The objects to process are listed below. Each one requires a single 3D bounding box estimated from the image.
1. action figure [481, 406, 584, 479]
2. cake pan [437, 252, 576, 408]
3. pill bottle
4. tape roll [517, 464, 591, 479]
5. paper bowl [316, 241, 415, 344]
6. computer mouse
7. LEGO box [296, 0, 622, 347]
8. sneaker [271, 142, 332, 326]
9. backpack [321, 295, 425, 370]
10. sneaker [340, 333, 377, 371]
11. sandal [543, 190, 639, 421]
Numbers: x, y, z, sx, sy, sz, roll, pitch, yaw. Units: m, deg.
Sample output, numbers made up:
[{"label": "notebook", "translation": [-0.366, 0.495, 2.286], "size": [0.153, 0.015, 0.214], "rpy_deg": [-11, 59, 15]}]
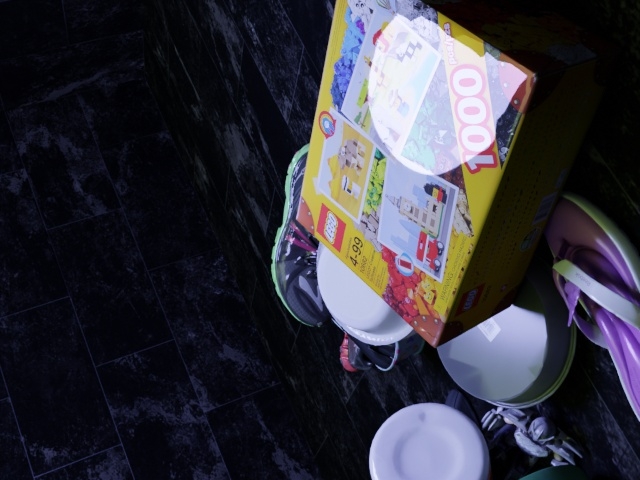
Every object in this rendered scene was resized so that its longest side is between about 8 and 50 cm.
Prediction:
[{"label": "action figure", "translation": [0.386, 0.390, 1.576], "size": [0.185, 0.099, 0.285], "rpy_deg": [45, 161, 17]}, {"label": "cake pan", "translation": [0.309, 0.152, 1.474], "size": [0.293, 0.054, 0.293], "rpy_deg": [1, 92, 50]}, {"label": "pill bottle", "translation": [0.239, 0.501, 1.686], "size": [0.224, 0.224, 0.392], "rpy_deg": [57, 174, 35]}, {"label": "tape roll", "translation": [0.356, 0.528, 1.461], "size": [0.077, 0.321, 0.321], "rpy_deg": [53, 153, 43]}, {"label": "paper bowl", "translation": [0.107, 0.070, 1.690], "size": [0.284, 0.148, 0.284], "rpy_deg": [11, 107, 40]}, {"label": "computer mouse", "translation": [0.341, 0.453, 1.833], "size": [0.261, 0.060, 0.184], "rpy_deg": [69, 162, 7]}, {"label": "LEGO box", "translation": [0.177, -0.148, 1.303], "size": [0.372, 0.193, 0.500], "rpy_deg": [43, 139, 32]}, {"label": "sneaker", "translation": [0.000, 0.000, 2.087], "size": [0.202, 0.185, 0.482], "rpy_deg": [27, 120, 53]}, {"label": "backpack", "translation": [0.141, 0.158, 1.909], "size": [0.253, 0.191, 0.225], "rpy_deg": [53, 151, 35]}, {"label": "sneaker", "translation": [0.113, 0.218, 2.197], "size": [0.135, 0.098, 0.275], "rpy_deg": [6, 104, 51]}, {"label": "sandal", "translation": [0.420, 0.108, 1.231], "size": [0.416, 0.102, 0.169], "rpy_deg": [65, 159, 20]}]
